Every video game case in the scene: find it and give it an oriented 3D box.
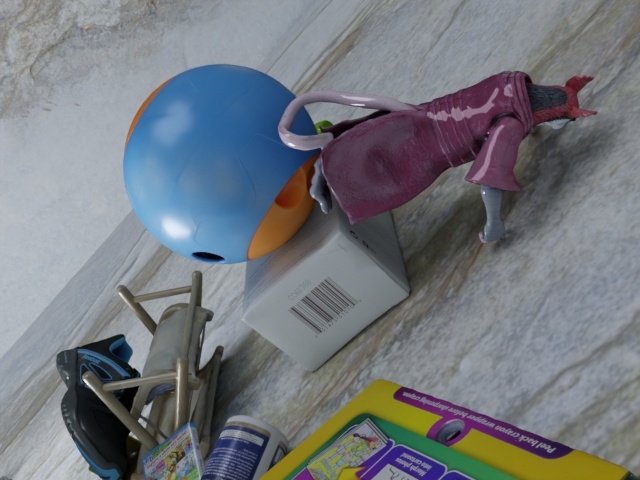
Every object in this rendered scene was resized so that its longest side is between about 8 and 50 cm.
[{"bbox_3d":[-0.215,0.376,1.174,0.119,0.015,0.166,-40,50,23],"label":"video game case"}]

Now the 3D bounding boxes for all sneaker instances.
[{"bbox_3d":[-0.385,0.284,1.406,0.139,0.125,0.341,-24,38,-10],"label":"sneaker"}]

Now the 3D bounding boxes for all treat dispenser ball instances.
[{"bbox_3d":[-0.139,-0.109,1.136,0.288,0.288,0.288,-40,24,22],"label":"treat dispenser ball"}]

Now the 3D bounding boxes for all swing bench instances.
[{"bbox_3d":[-0.258,0.233,1.330,0.165,0.255,0.253,-10,31,4],"label":"swing bench"}]

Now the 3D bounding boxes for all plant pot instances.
[{"bbox_3d":[-0.383,0.408,1.454,0.083,0.081,0.082,-41,21,51],"label":"plant pot"}]

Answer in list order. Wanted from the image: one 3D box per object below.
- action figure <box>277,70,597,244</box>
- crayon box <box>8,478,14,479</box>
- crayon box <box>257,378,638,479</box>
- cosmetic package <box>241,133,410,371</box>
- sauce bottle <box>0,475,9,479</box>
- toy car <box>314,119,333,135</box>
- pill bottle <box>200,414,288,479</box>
[{"bbox_3d":[0.171,-0.157,1.033,0.370,0.276,0.248,-20,37,24],"label":"action figure"},{"bbox_3d":[-0.492,0.500,1.321,0.278,0.165,0.081,-43,21,49],"label":"crayon box"},{"bbox_3d":[0.051,0.284,0.676,0.313,0.106,0.363,-38,17,-20],"label":"crayon box"},{"bbox_3d":[0.000,0.000,1.283,0.217,0.156,0.385,-41,23,21],"label":"cosmetic package"},{"bbox_3d":[-0.833,0.645,1.969,0.128,0.042,0.042,-48,22,8],"label":"sauce bottle"},{"bbox_3d":[-0.028,-0.120,1.565,0.155,0.149,0.189,-14,51,40],"label":"toy car"},{"bbox_3d":[-0.115,0.329,1.045,0.094,0.094,0.169,-24,33,47],"label":"pill bottle"}]
